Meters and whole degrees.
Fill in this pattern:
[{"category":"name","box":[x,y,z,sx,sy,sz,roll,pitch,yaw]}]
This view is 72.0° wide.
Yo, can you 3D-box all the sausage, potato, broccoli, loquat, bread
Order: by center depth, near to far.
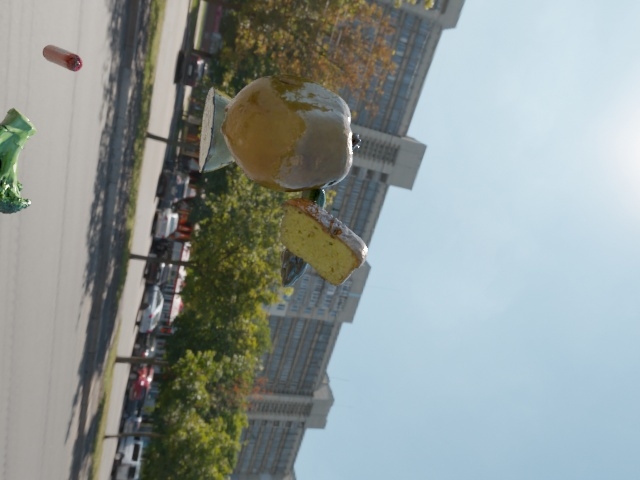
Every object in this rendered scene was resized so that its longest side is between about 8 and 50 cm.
[{"category":"loquat","box":[-0.043,-0.165,0.709,0.176,0.233,0.188,134,-44,-60]},{"category":"sausage","box":[-0.482,-0.342,0.830,0.129,0.034,0.034,28,-70,34]},{"category":"bread","box":[0.000,0.000,0.836,0.065,0.187,0.103,-42,161,-50]},{"category":"broccoli","box":[-0.815,-0.206,1.073,0.254,0.268,0.270,64,28,-66]},{"category":"potato","box":[-0.234,-0.265,1.097,0.182,0.117,0.203,-6,-100,63]}]

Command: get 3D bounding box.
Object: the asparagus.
[{"category":"asparagus","box":[-0.041,-0.005,0.968,0.080,0.080,0.288,-105,-151,-54]}]
